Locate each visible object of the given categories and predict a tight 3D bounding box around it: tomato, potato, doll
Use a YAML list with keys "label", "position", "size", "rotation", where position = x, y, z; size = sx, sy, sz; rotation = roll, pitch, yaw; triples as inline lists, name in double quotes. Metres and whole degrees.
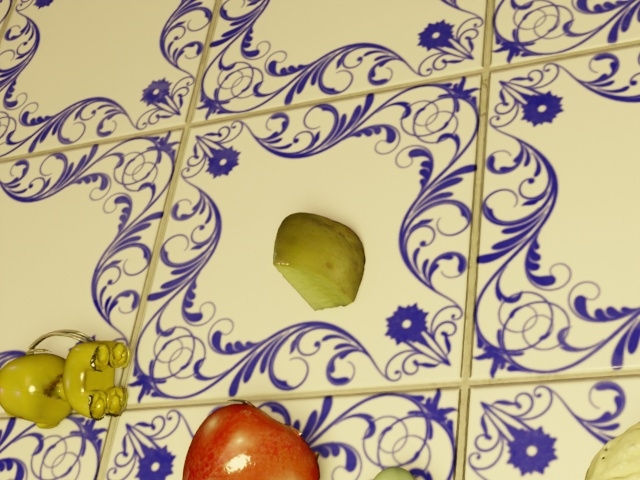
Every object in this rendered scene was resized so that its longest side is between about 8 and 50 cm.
- label: "tomato"
  position: [-0.091, 0.274, 1.295]
  size: [0.167, 0.167, 0.167]
  rotation: [-14, 52, 19]
- label: "potato"
  position: [0.000, 0.000, 1.468]
  size: [0.081, 0.120, 0.149]
  rotation: [-15, 52, 20]
- label: "doll"
  position: [-0.376, 0.192, 1.529]
  size: [0.221, 0.143, 0.135]
  rotation: [0, 92, 27]

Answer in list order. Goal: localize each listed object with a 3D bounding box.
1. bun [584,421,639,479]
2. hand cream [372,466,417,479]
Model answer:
- label: "bun"
  position: [0.395, 0.311, 0.976]
  size: [0.359, 0.211, 0.360]
  rotation: [-19, 39, 16]
- label: "hand cream"
  position: [-0.006, 0.370, 1.216]
  size: [0.306, 0.093, 0.147]
  rotation: [-38, 11, -2]
